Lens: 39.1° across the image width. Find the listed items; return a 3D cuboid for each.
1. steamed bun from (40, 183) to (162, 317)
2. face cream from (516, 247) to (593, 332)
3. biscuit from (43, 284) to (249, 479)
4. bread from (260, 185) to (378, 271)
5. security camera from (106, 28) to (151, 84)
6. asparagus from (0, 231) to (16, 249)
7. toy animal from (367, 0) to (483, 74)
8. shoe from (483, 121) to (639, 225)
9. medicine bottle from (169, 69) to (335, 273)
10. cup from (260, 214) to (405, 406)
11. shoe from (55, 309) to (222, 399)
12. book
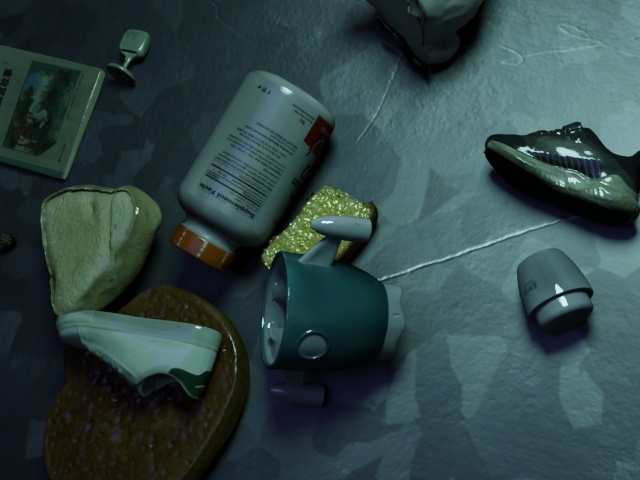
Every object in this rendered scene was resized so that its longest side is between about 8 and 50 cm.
[{"bbox_3d":[-0.333,0.007,1.421,0.212,0.110,0.231,-22,67,26],"label":"steamed bun"},{"bbox_3d":[0.307,0.066,1.188,0.091,0.091,0.095,-26,61,11],"label":"face cream"},{"bbox_3d":[-0.277,0.242,1.366,0.314,0.063,0.367,33,87,28],"label":"biscuit"},{"bbox_3d":[0.000,0.000,1.331,0.103,0.065,0.187,40,95,23],"label":"bread"},{"bbox_3d":[-0.324,-0.320,1.548,0.058,0.058,0.092,18,70,23],"label":"security camera"},{"bbox_3d":[-0.594,0.005,1.560,0.165,0.030,0.036,-7,63,18],"label":"asparagus"},{"bbox_3d":[0.210,-0.451,1.305,0.357,0.258,0.194,-46,54,-7],"label":"toy animal"},{"bbox_3d":[0.340,-0.107,1.227,0.227,0.099,0.112,29,80,20],"label":"shoe"},{"bbox_3d":[-0.111,-0.097,1.346,0.157,0.157,0.289,29,87,24],"label":"medicine bottle"},{"bbox_3d":[0.017,0.102,1.230,0.173,0.167,0.300,7,117,-15],"label":"cup"},{"bbox_3d":[-0.275,0.167,1.305,0.264,0.095,0.110,1,73,19],"label":"shoe"},{"bbox_3d":[-0.532,-0.235,1.607,0.282,0.025,0.215,14,82,21],"label":"book"}]
